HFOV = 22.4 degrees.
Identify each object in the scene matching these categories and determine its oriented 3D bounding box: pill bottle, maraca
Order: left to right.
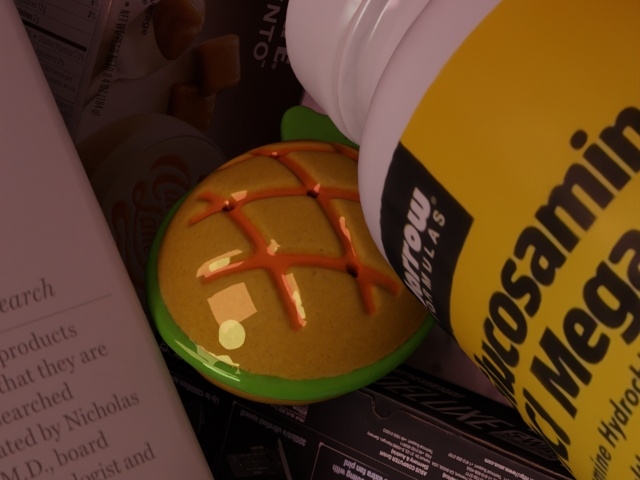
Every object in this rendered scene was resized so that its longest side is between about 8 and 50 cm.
[{"bbox_3d":[0.000,0.000,0.714,0.127,0.185,0.099,28,138,11],"label":"maraca"},{"bbox_3d":[0.134,-0.006,0.578,0.334,0.188,0.188,49,118,33],"label":"pill bottle"}]

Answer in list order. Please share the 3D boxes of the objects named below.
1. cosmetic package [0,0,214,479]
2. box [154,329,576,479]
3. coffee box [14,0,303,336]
[{"bbox_3d":[-0.200,0.056,0.703,0.230,0.161,0.453,-30,81,50],"label":"cosmetic package"},{"bbox_3d":[0.025,0.185,0.740,0.307,0.076,0.242,19,100,41],"label":"box"},{"bbox_3d":[-0.094,-0.074,0.821,0.098,0.141,0.246,27,104,40],"label":"coffee box"}]
